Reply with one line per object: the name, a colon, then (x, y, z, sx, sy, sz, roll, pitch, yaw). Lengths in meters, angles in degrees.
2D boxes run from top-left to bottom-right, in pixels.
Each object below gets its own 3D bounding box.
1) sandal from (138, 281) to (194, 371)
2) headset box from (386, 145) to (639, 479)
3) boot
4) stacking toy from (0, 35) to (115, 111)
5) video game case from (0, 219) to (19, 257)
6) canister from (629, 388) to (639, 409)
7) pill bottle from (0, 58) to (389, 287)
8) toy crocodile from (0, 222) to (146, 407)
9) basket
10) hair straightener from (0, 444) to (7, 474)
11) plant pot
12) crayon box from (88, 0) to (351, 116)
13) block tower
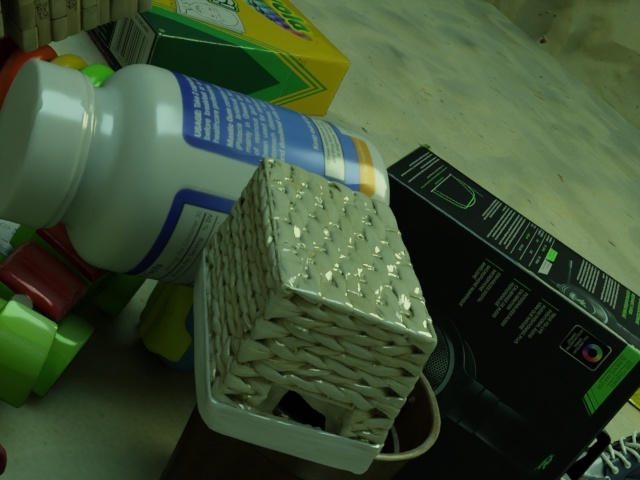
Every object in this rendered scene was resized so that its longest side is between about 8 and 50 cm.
sandal: (-0.062, 0.022, 0.924, 0.138, 0.126, 0.317, 38, 34, -6)
headset box: (0.124, 0.102, 0.858, 0.283, 0.246, 0.131, 37, 24, 7)
boot: (0.311, 0.229, 1.028, 0.190, 0.086, 0.069, 15, 30, -33)
stacking toy: (-0.255, -0.134, 1.021, 0.330, 0.141, 0.141, 27, 24, 6)
video game case: (-0.291, 0.011, 0.824, 0.087, 0.011, 0.122, 28, 25, -11)
canister: (0.479, 0.186, 1.320, 0.126, 0.073, 0.170, 40, 24, 15)
pill bottle: (-0.097, -0.042, 0.726, 0.272, 0.152, 0.152, 14, 30, -31)
toy crocodile: (-0.203, 0.020, 0.778, 0.115, 0.105, 0.340, 40, 24, -7)
basket: (-0.006, 0.039, 0.596, 0.113, 0.103, 0.167, 21, 28, -20)
hair straightener: (-0.308, 0.111, 0.576, 0.230, 0.047, 0.089, 29, 25, -6)
plant pot: (-0.029, 0.146, 0.694, 0.167, 0.165, 0.167, 26, 26, -14)
crayon box: (-0.181, -0.327, 1.419, 0.313, 0.106, 0.363, -1, 39, -38)
block tower: (-0.331, -0.235, 0.949, 0.335, 0.097, 0.091, -28, 62, -30)
